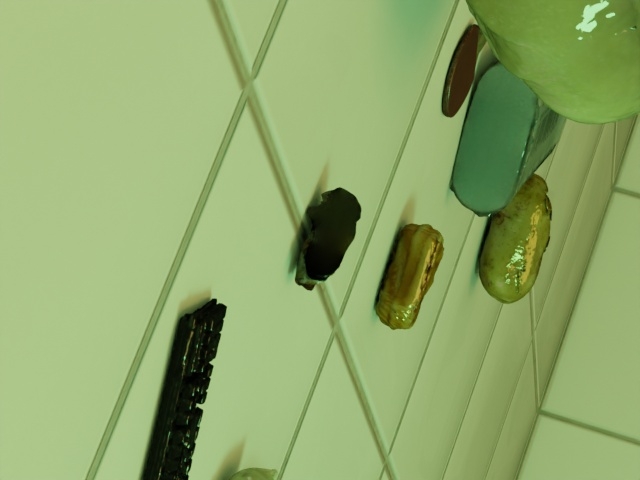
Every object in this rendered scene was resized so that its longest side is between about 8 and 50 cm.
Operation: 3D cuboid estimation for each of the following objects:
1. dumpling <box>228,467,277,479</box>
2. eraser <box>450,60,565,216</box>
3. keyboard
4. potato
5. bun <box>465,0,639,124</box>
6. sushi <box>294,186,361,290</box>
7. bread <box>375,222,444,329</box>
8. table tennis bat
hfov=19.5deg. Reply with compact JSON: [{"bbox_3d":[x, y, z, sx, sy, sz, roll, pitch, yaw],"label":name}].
[{"bbox_3d":[-0.062,0.208,1.450,0.077,0.043,0.059,-81,-164,-57],"label":"dumpling"},{"bbox_3d":[0.222,-0.137,2.093,0.227,0.081,0.174,-44,152,-66],"label":"eraser"},{"bbox_3d":[-0.100,0.154,1.264,0.072,0.023,0.231,-30,136,-74],"label":"keyboard"},{"bbox_3d":[0.251,-0.004,2.377,0.107,0.080,0.170,19,89,-64],"label":"potato"},{"bbox_3d":[0.203,-0.272,1.585,0.361,0.213,0.361,0,90,-75],"label":"bun"},{"bbox_3d":[0.000,0.000,1.473,0.083,0.044,0.046,-65,-174,-26],"label":"sushi"},{"bbox_3d":[0.089,0.036,1.842,0.083,0.044,0.110,48,61,-79],"label":"bread"},{"bbox_3d":[0.153,-0.188,1.899,0.156,0.013,0.087,-58,158,-43],"label":"table tennis bat"}]
